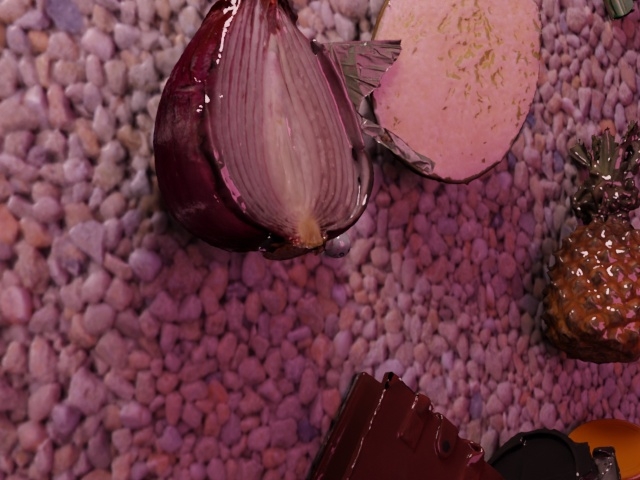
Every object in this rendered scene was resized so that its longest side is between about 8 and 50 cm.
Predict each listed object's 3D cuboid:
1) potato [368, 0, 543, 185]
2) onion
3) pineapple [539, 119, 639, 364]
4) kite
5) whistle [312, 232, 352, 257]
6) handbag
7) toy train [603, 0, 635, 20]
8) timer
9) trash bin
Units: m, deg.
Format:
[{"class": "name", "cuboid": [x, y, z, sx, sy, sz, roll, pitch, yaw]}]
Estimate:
[{"class": "potato", "cuboid": [0.153, -0.222, 1.565, 0.239, 0.116, 0.299, 14, 85, -26]}, {"class": "onion", "cuboid": [-0.088, -0.142, 1.309, 0.267, 0.159, 0.348, 2, 77, -54]}, {"class": "pineapple", "cuboid": [0.420, -0.002, 1.752, 0.175, 0.175, 0.361, 30, 66, -37]}, {"class": "kite", "cuboid": [0.036, -0.150, 1.468, 0.250, 0.012, 0.229, 35, 84, -13]}, {"class": "whistle", "cuboid": [0.000, 0.000, 1.452, 0.100, 0.035, 0.035, 13, 76, -39]}, {"class": "handbag", "cuboid": [0.092, 0.332, 1.472, 0.260, 0.084, 0.275, 45, 57, -26]}, {"class": "toy train", "cuboid": [0.463, -0.423, 1.925, 0.071, 0.038, 0.148, -41, 113, -35]}, {"class": "timer", "cuboid": [0.422, 0.357, 1.761, 0.132, 0.132, 0.152, -39, 133, -38]}, {"class": "trash bin", "cuboid": [0.350, 0.411, 1.607, 0.301, 0.252, 0.203, 42, 24, -26]}]
